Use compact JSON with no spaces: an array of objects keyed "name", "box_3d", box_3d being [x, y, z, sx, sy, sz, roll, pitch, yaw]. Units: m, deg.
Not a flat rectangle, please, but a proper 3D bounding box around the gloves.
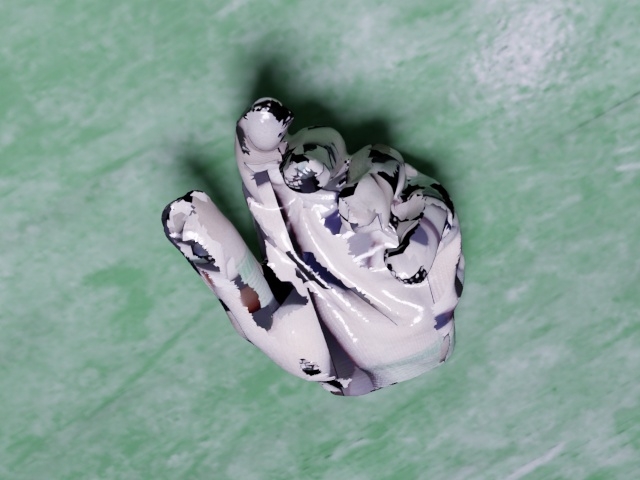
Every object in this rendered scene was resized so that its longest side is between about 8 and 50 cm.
[{"name":"gloves","box_3d":[0.004,-0.006,0.935,0.127,0.111,0.212,1,135,21]}]
